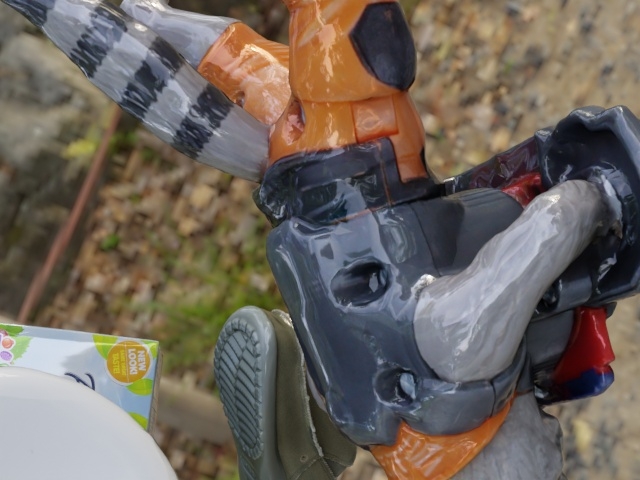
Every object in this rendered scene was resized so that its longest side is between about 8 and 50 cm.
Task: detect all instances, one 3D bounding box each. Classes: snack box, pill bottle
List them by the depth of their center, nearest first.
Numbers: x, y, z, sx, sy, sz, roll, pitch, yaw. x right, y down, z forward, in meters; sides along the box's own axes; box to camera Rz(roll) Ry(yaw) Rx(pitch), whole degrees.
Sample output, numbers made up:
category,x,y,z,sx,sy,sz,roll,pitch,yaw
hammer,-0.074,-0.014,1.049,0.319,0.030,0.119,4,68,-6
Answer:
category,x,y,z,sx,sy,sz,roll,pitch,yaw
pill bottle,-0.136,0.145,0.667,0.246,0.130,0.130,128,157,-61
snack box,-0.230,0.179,1.481,0.070,0.174,0.207,97,180,-78

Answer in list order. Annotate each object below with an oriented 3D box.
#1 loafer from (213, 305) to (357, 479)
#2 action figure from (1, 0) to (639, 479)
category,x,y,z,sx,sy,sz,roll,pitch,yaw
loafer,-0.023,0.147,1.401,0.094,0.087,0.251,50,153,45
action figure,0.000,0.000,0.809,0.178,0.330,0.341,-28,-8,-28
